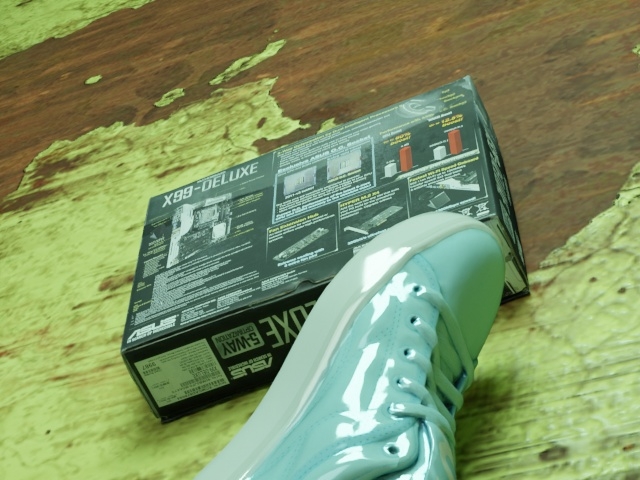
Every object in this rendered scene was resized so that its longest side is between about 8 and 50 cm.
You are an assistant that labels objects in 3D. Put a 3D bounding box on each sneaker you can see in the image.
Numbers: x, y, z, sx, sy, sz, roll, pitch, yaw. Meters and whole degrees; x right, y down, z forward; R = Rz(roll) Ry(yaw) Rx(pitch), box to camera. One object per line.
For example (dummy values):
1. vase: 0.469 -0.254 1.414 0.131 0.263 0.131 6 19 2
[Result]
1. sneaker: 0.043 0.133 0.961 0.150 0.135 0.366 12 55 40

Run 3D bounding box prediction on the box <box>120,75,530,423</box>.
1. box: 0.000 0.000 1.257 0.307 0.076 0.242 -21 28 11
